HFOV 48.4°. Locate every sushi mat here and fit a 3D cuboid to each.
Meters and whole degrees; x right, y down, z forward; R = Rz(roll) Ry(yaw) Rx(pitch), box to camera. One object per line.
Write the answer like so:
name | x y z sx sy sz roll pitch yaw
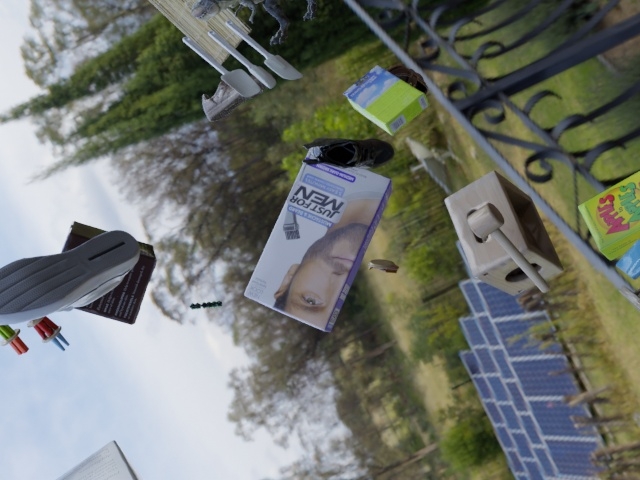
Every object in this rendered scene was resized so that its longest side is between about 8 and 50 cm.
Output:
sushi mat | -0.335 -0.606 1.831 0.316 0.151 0.019 42 -141 -16

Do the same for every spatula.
spatula | -0.175 -0.395 1.528 0.242 0.168 0.019 43 146 23

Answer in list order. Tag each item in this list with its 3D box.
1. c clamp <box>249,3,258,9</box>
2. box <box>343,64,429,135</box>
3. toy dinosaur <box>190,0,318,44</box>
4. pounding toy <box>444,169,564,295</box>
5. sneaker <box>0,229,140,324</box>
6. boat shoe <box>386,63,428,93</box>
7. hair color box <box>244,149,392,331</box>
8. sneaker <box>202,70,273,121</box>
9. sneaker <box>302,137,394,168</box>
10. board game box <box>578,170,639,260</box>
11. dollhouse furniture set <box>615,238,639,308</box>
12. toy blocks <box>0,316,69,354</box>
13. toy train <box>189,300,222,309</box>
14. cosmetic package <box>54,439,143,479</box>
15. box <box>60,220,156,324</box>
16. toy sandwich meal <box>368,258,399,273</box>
c clamp | -0.121 -0.547 1.534 0.022 0.137 0.161 24 170 -21
box | 0.139 -0.306 1.541 0.178 0.109 0.042 47 175 46
toy dinosaur | -0.060 -0.379 1.088 0.118 0.268 0.064 63 170 -30
pounding toy | 0.231 0.008 0.943 0.206 0.094 0.181 22 -136 -48
sneaker | -0.372 0.070 1.026 0.094 0.258 0.091 45 131 19
boat shoe | 0.224 -0.413 1.863 0.073 0.073 0.207 50 -149 15
hair color box | 0.000 0.000 1.478 0.185 0.338 0.110 23 176 10
sneaker | -0.198 -0.349 1.635 0.071 0.188 0.066 64 -159 9
sneaker | 0.047 -0.136 1.126 0.089 0.170 0.051 -137 51 -70
board game box | 0.495 -0.056 1.074 0.043 0.181 0.092 31 -144 -41
dollhouse furniture set | 0.423 0.011 0.795 0.129 0.183 0.129 29 -164 -31
toy blocks | -0.646 0.210 1.583 0.148 0.123 0.054 55 180 -23
toy train | -0.279 0.159 1.742 0.023 0.083 0.017 56 -151 -75
cosmetic package | -0.236 0.397 0.762 0.385 0.217 0.156 20 139 62
box | -0.506 0.073 1.653 0.203 0.166 0.168 19 -175 -18
toy sandwich meal | 0.171 0.073 1.957 0.085 0.086 0.029 -121 34 -75
